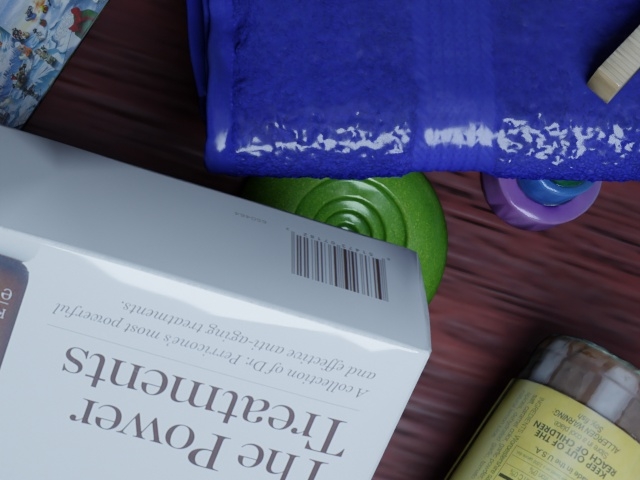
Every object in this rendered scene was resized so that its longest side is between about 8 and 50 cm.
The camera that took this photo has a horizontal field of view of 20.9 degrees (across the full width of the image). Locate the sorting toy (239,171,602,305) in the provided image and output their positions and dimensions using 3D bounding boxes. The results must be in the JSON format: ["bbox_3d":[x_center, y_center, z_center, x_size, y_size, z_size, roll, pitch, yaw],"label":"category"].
[{"bbox_3d":[0.000,0.000,0.937,0.366,0.126,0.127,-18,86,-14],"label":"sorting toy"}]

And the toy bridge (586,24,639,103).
[{"bbox_3d":[0.161,-0.097,0.872,0.188,0.026,0.063,42,72,6],"label":"toy bridge"}]

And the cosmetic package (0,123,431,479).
[{"bbox_3d":[-0.174,0.089,0.823,0.377,0.097,0.284,16,120,-11],"label":"cosmetic package"}]

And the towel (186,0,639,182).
[{"bbox_3d":[0.082,-0.136,0.928,0.308,0.076,0.227,0,74,-7],"label":"towel"}]

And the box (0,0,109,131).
[{"bbox_3d":[-0.184,-0.119,0.962,0.094,0.027,0.137,34,77,-8],"label":"box"}]

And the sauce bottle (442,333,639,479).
[{"bbox_3d":[0.073,0.216,0.934,0.111,0.111,0.344,37,78,-6],"label":"sauce bottle"}]
